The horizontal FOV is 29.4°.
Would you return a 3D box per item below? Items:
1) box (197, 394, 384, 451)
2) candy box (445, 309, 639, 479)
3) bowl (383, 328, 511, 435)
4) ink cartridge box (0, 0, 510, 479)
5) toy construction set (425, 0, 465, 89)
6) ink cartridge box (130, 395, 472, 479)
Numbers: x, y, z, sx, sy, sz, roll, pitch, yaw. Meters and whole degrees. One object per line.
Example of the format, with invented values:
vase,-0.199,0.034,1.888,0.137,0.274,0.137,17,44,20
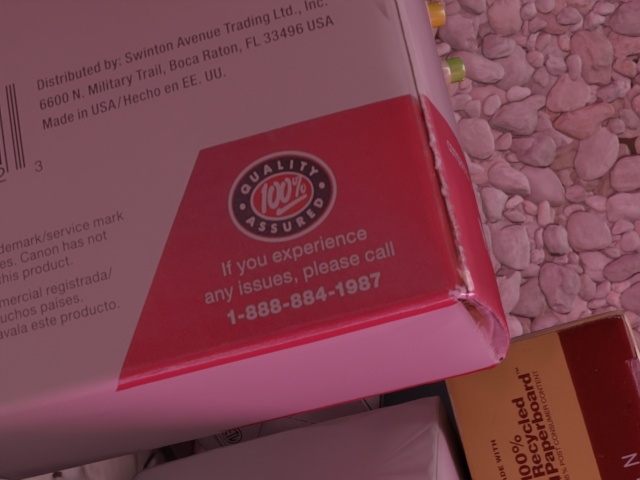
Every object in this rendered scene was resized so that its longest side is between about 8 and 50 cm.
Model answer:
box,-0.034,-0.007,0.720,0.169,0.087,0.290,58,16,-17
candy box,0.145,0.135,0.649,0.316,0.088,0.183,14,61,-76
bowl,0.062,0.149,0.855,0.311,0.163,0.311,-15,90,-78
ink cartridge box,-0.066,-0.076,0.442,0.117,0.207,0.283,45,32,-69
toy construction set,0.113,-0.094,1.424,0.215,0.151,0.327,113,-25,-69
ink cartridge box,0.006,0.277,0.421,0.395,0.166,0.285,-71,145,-69
